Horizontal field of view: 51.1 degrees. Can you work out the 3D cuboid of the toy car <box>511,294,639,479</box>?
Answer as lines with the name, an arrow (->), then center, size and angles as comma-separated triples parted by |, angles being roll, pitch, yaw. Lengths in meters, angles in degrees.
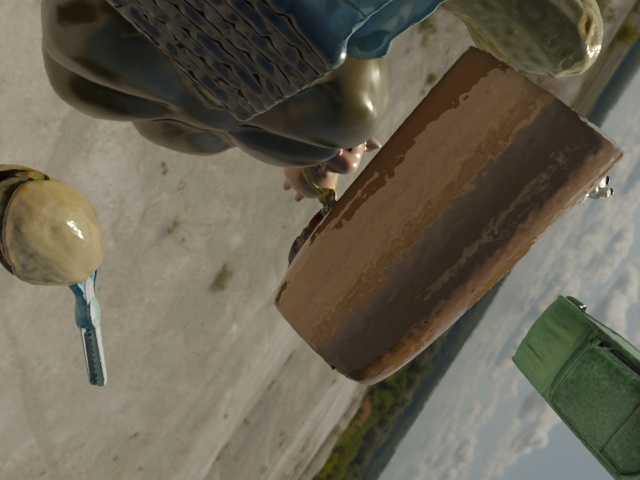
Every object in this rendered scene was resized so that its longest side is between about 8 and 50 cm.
toy car -> 0.367, 0.197, 0.837 | 0.097, 0.320, 0.141 | 21, 109, -31

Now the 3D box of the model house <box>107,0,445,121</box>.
model house -> -0.066, -0.277, 0.538 | 0.339, 0.360, 0.297 | -34, -155, 35

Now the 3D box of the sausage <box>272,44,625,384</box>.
sausage -> 0.072, -0.005, 0.467 | 0.253, 0.123, 0.123 | -51, 169, 21

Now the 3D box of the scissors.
scissors -> -0.381, 0.115, 1.096 | 0.125, 0.030, 0.255 | -101, -174, -82

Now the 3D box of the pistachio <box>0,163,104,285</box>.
pistachio -> -0.371, -0.014, 0.896 | 0.144, 0.144, 0.215 | -54, 154, -14

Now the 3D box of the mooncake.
mooncake -> -0.137, -0.269, 0.898 | 0.467, 0.468, 0.262 | 48, 48, -75

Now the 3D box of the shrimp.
shrimp -> 0.000, 0.000, 1.202 | 0.042, 0.101, 0.190 | -167, -90, -69

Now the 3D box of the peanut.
peanut -> 0.252, -0.337, 0.922 | 0.152, 0.313, 0.152 | -48, -157, 29

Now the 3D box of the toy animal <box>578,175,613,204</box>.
toy animal -> 0.419, -0.100, 1.099 | 0.124, 0.085, 0.070 | -14, 123, -33

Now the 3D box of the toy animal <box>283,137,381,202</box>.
toy animal -> 0.005, -0.189, 1.611 | 0.248, 0.165, 0.149 | -43, -161, 22
